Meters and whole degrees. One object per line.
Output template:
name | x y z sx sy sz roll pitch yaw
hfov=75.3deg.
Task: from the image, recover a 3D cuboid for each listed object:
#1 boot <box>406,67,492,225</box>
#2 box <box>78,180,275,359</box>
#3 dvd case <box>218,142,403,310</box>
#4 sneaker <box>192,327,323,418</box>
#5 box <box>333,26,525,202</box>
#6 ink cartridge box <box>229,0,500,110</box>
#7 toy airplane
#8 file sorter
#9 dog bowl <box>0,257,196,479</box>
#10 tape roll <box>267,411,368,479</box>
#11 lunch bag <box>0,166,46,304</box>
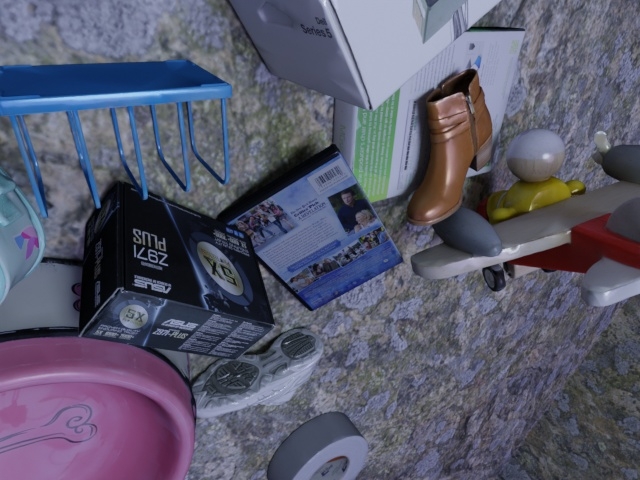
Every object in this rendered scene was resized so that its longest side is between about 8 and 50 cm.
boot | 0.172 -0.130 0.590 0.197 0.072 0.152 -49 137 -18
box | -0.154 0.039 0.457 0.077 0.148 0.180 -42 137 22
dvd case | 0.000 0.000 0.605 0.180 0.022 0.253 -30 134 9
sneaker | -0.096 0.238 0.674 0.232 0.090 0.116 -16 128 -28
box | 0.163 -0.194 0.631 0.321 0.058 0.233 -17 125 -30
ink cartridge box | 0.068 -0.274 0.411 0.272 0.198 0.115 -42 134 -8
toy airplane | 0.373 -0.047 0.652 0.386 0.384 0.273 -21 94 -49
file sorter | -0.182 -0.101 0.387 0.170 0.118 0.105 -16 129 -29
dog bowl | -0.326 0.231 0.454 0.407 0.150 0.409 -18 126 -27
tape roll | -0.003 0.484 0.900 0.219 0.072 0.220 -19 126 -27
lunch bag | -0.341 -0.033 0.262 0.223 0.108 0.279 -32 113 -9
